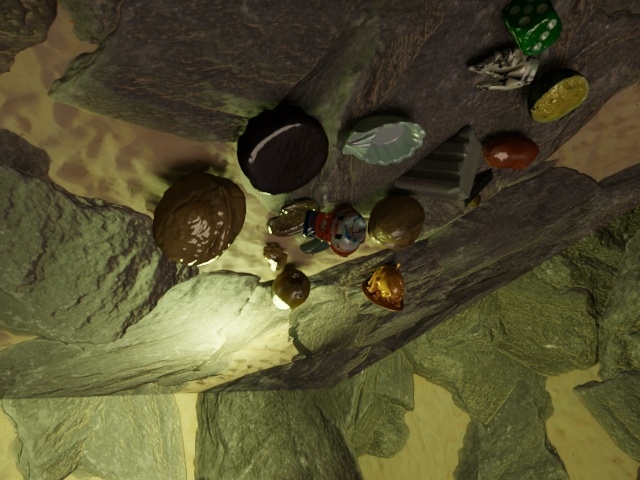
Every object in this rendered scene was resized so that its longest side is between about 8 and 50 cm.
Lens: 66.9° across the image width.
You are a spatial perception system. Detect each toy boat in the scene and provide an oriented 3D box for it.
[{"bbox_3d":[0.207,-0.347,1.624,0.290,0.100,0.199,-6,146,-27],"label":"toy boat"}]

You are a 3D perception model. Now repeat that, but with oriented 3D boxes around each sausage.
[{"bbox_3d":[0.765,-0.358,1.945,0.258,0.133,0.133,-1,144,-25],"label":"sausage"}]

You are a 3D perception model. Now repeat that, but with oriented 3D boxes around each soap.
[{"bbox_3d":[0.468,-0.302,1.924,0.302,0.258,0.158,12,176,41],"label":"soap"}]

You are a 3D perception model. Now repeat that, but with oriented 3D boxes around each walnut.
[{"bbox_3d":[0.310,-0.073,2.001,0.261,0.225,0.225,-35,157,-26],"label":"walnut"},{"bbox_3d":[-0.382,-0.072,1.533,0.277,0.252,0.313,16,130,-31],"label":"walnut"}]

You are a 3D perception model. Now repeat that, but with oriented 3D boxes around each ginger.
[{"bbox_3d":[-0.193,0.076,2.073,0.095,0.069,0.190,-3,153,12],"label":"ginger"}]

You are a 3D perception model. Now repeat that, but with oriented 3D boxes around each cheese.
[{"bbox_3d":[0.065,-0.046,1.948,0.329,0.217,0.129,12,176,-39],"label":"cheese"}]

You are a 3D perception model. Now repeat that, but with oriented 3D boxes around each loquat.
[{"bbox_3d":[-0.140,0.231,2.253,0.179,0.179,0.227,-6,149,-25],"label":"loquat"}]

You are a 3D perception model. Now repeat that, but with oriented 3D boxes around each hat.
[{"bbox_3d":[0.377,0.211,2.549,0.233,0.244,0.233,-7,134,-38],"label":"hat"}]

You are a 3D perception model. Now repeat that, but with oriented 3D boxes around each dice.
[{"bbox_3d":[0.614,-0.629,1.407,0.120,0.131,0.128,-34,149,24],"label":"dice"}]

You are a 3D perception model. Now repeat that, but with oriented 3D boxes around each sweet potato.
[{"bbox_3d":[0.656,-0.220,2.155,0.075,0.075,0.273,-31,144,16],"label":"sweet potato"}]

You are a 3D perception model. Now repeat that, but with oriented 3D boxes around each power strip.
[{"bbox_3d":[0.000,0.000,2.100,0.137,0.044,0.216,4,141,-38],"label":"power strip"}]

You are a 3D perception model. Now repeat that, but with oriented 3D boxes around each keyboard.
[{"bbox_3d":[0.694,-0.229,2.122,0.196,0.015,0.074,-43,135,-14],"label":"keyboard"}]

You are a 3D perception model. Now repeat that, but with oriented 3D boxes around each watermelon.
[{"bbox_3d":[0.828,-0.521,1.717,0.232,0.127,0.204,3,142,-33],"label":"watermelon"}]

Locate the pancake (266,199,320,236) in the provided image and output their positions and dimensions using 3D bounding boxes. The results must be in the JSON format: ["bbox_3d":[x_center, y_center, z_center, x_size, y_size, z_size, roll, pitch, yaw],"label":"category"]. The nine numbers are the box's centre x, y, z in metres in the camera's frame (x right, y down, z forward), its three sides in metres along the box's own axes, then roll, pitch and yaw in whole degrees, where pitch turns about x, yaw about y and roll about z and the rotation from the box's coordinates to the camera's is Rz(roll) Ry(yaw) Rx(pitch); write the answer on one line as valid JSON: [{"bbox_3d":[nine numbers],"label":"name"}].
[{"bbox_3d":[-0.103,-0.085,1.913,0.211,0.029,0.235,1,145,-35],"label":"pancake"}]

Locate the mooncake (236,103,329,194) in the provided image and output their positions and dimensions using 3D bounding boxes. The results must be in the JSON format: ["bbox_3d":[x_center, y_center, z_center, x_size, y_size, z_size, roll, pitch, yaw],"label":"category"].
[{"bbox_3d":[-0.118,-0.280,1.480,0.282,0.141,0.283,-19,142,-15],"label":"mooncake"}]

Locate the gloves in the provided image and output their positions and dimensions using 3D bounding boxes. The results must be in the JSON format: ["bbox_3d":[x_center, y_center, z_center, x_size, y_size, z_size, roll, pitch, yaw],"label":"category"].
[{"bbox_3d":[0.574,-0.550,1.543,0.212,0.111,0.128,11,151,1],"label":"gloves"}]
